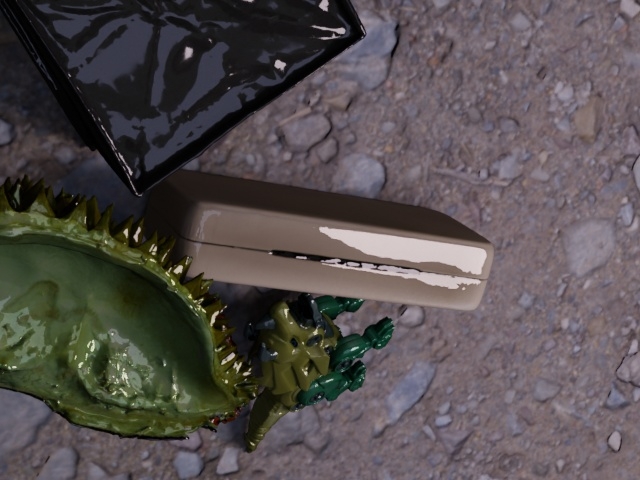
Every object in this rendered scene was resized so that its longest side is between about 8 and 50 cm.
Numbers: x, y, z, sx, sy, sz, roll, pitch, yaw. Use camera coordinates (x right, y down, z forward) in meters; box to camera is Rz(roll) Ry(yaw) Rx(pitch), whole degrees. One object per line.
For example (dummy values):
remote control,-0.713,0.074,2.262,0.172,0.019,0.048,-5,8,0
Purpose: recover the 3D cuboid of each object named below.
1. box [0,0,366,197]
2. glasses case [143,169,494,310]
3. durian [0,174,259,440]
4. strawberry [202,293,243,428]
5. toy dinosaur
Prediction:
box,-0.163,-0.255,1.206,0.251,0.204,0.345,-35,118,-8
glasses case,0.000,0.000,1.401,0.336,0.144,0.076,8,104,-24
durian,-0.225,0.058,1.227,0.394,0.163,0.198,28,77,-16
strawberry,-0.156,0.100,1.400,0.192,0.085,0.140,16,105,-21
toy dinosaur,-0.021,0.136,1.453,0.153,0.094,0.259,-15,143,-28
